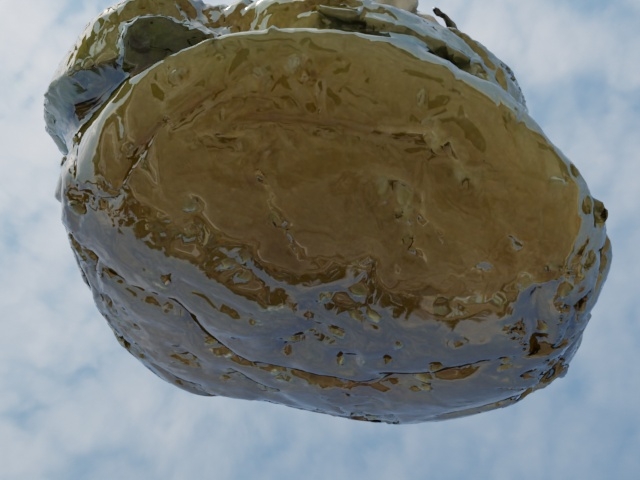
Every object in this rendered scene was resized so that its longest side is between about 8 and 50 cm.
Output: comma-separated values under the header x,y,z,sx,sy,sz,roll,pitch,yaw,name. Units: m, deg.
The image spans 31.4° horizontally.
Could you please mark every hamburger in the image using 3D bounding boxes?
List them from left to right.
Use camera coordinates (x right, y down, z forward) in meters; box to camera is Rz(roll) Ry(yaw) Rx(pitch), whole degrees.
x,y,z,sx,sy,sz,roll,pitch,yaw,name
-0.001,0.001,0.577,0.285,0.265,0.134,3,-118,8,hamburger

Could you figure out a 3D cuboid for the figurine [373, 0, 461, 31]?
x,y,z,sx,sy,sz,roll,pitch,yaw,name
-0.021,-0.083,0.777,0.138,0.110,0.245,44,-98,-19,figurine
